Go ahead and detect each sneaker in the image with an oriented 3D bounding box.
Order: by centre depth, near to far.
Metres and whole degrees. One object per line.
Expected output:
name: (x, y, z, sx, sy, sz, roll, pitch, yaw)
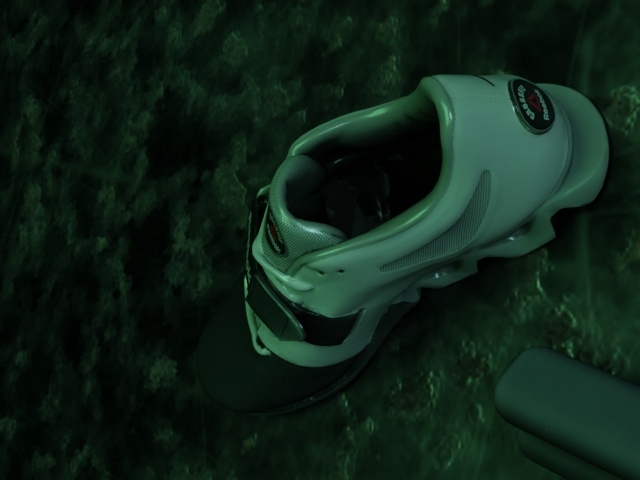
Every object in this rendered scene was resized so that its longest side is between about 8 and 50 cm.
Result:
sneaker: (0.000, 0.000, 0.718, 0.330, 0.146, 0.122, -41, 55, 34)

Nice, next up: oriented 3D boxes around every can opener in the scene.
can opener: (0.213, 0.103, 0.541, 0.283, 0.076, 0.095, 22, 65, 47)
